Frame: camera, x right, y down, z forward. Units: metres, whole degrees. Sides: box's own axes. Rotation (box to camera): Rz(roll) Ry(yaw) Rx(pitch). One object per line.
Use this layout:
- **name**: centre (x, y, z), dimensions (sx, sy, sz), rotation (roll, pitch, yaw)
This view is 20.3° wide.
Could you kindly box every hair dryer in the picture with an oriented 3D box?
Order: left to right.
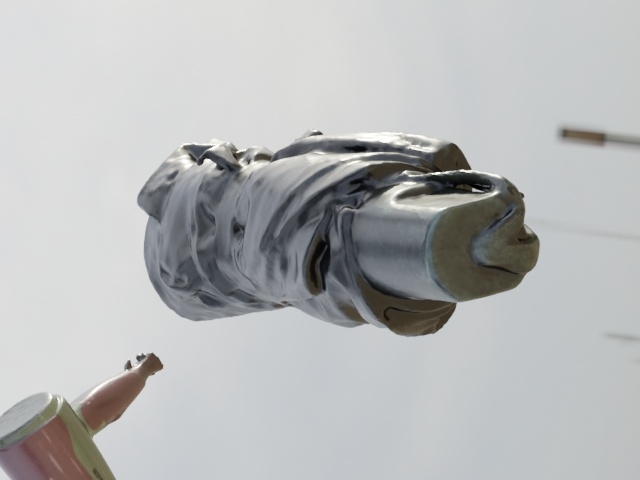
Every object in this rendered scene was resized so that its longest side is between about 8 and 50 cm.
- **hair dryer**: centre (-0.132, 0.115, 1.100), dimensions (0.106, 0.054, 0.154), rotation (54, -144, -17)

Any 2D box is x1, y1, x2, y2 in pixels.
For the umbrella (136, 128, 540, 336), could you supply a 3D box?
- **umbrella**: centre (0.000, 0.000, 0.561), dimensions (0.236, 0.059, 0.066), rotation (6, 112, 65)
